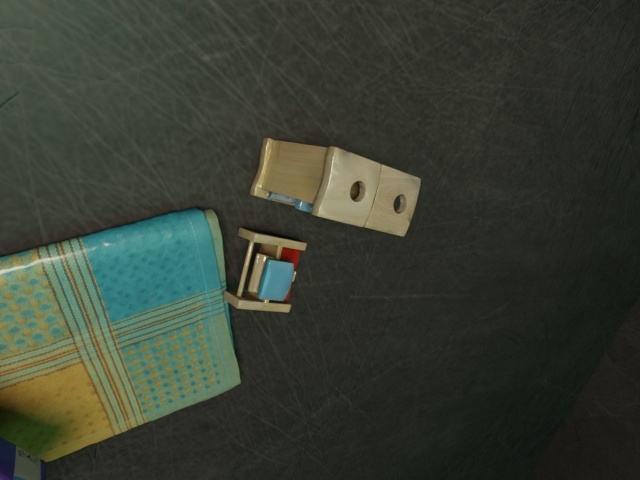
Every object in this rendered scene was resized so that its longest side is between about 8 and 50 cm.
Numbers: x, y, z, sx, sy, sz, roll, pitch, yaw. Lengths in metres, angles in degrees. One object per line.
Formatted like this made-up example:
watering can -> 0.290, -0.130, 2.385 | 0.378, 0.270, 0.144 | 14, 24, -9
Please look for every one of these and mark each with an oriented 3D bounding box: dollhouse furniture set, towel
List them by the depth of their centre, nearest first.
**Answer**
towel -> -0.271, 0.122, 0.514 | 0.370, 0.040, 0.272 | -17, 126, -25
dollhouse furniture set -> 0.000, 0.000, 0.536 | 0.128, 0.129, 0.184 | 11, 96, -39

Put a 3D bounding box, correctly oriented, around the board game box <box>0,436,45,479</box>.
board game box -> -0.406, 0.178, 0.309 | 0.347, 0.078, 0.233 | 45, 72, -24
